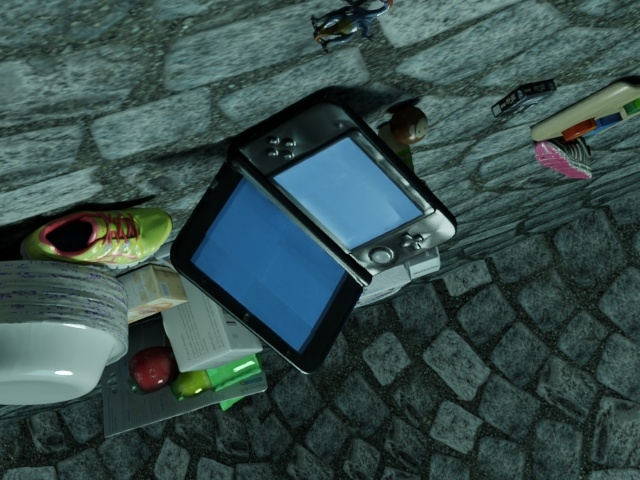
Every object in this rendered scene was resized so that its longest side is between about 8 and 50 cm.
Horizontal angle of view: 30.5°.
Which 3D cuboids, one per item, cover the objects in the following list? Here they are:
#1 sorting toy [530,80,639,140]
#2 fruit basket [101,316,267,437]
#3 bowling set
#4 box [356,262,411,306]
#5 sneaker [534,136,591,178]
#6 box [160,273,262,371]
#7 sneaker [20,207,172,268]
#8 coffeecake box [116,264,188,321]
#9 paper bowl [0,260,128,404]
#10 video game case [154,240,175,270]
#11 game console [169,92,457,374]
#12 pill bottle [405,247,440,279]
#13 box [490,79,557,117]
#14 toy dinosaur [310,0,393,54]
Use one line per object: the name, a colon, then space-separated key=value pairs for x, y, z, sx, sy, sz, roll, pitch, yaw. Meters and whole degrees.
sorting toy: x=0.547 y=-0.244 z=2.063 sx=0.307 sy=0.041 sz=0.229 roll=-28 pitch=168 yaw=41
fruit basket: x=-0.301 y=0.270 z=2.543 sx=0.353 sy=0.327 sz=0.165 roll=-22 pitch=127 yaw=3
bowling set: x=0.079 y=-0.086 z=1.663 sx=0.287 sy=0.154 sz=0.200 roll=-12 pitch=168 yaw=-42
box: x=0.032 y=0.059 z=2.349 sx=0.247 sy=0.163 sz=0.142 roll=-18 pitch=172 yaw=-11
sneaker: x=0.466 y=-0.175 z=2.251 sx=0.063 sy=0.075 sz=0.170 roll=-5 pitch=161 yaw=45
box: x=-0.221 y=0.155 z=2.320 sx=0.119 sy=0.181 sz=0.182 roll=-22 pitch=170 yaw=14
sneaker: x=-0.294 y=-0.006 z=1.584 sx=0.208 sy=0.081 sz=0.094 roll=-15 pitch=167 yaw=-25
coffeecake box: x=-0.356 y=0.110 z=2.140 sx=0.185 sy=0.068 sz=0.142 roll=-21 pitch=171 yaw=10
paper bowl: x=-0.408 y=0.138 z=1.621 sx=0.284 sy=0.148 sz=0.284 roll=-4 pitch=161 yaw=-1
video game case: x=-0.176 y=0.002 z=2.040 sx=0.201 sy=0.023 sz=0.183 roll=-19 pitch=171 yaw=1
game console: x=0.000 y=0.000 z=1.511 sx=0.250 sy=0.173 sz=0.293 roll=-26 pitch=128 yaw=30
pill bottle: x=0.127 y=0.044 z=2.560 sx=0.245 sy=0.130 sz=0.130 roll=-19 pitch=170 yaw=-6
box: x=0.312 y=-0.217 z=1.807 sx=0.067 sy=0.018 sz=0.083 roll=-13 pitch=168 yaw=-32
toy dinosaur: x=0.032 y=-0.227 z=1.189 sx=0.082 sy=0.047 sz=0.090 roll=-28 pitch=-156 yaw=-2
